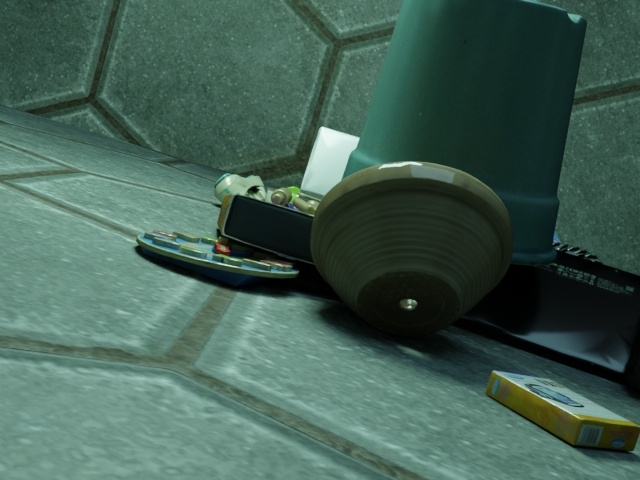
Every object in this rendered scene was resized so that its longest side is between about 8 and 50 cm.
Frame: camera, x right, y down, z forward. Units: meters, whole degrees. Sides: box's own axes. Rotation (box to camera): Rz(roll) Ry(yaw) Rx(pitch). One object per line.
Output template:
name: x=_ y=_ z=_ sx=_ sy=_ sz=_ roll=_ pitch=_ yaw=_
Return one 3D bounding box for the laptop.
laptop: x=0.369 y=0.145 z=1.374 sx=0.382 sy=0.236 sz=0.408 roll=18 pitch=34 yaw=16

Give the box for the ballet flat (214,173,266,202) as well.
ballet flat: x=-0.166 y=-0.098 z=1.931 sx=0.086 sy=0.086 sz=0.248 roll=18 pitch=7 yaw=13

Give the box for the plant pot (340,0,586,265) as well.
plant pot: x=0.209 y=-0.174 z=1.235 sx=0.341 sy=0.334 sz=0.341 roll=11 pitch=12 yaw=-3

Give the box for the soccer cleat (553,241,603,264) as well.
soccer cleat: x=0.509 y=0.109 z=1.567 sx=0.318 sy=0.108 sz=0.116 roll=25 pitch=-31 yaw=7

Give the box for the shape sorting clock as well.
shape sorting clock: x=-0.126 y=0.016 z=1.086 sx=0.206 sy=0.040 sz=0.206 roll=17 pitch=6 yaw=-2

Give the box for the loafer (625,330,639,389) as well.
loafer: x=0.514 y=0.091 z=1.170 sx=0.130 sy=0.134 sz=0.366 roll=24 pitch=46 yaw=17

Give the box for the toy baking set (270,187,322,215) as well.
toy baking set: x=0.009 y=-0.045 z=1.494 sx=0.197 sy=0.030 sz=0.256 roll=22 pitch=6 yaw=-3

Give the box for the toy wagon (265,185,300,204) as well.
toy wagon: x=0.031 y=-0.062 z=2.121 sx=0.344 sy=0.068 sz=0.267 roll=17 pitch=6 yaw=-7

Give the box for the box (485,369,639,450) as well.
box: x=0.220 y=0.156 z=0.815 sx=0.081 sy=0.028 sz=0.136 roll=13 pitch=5 yaw=-31

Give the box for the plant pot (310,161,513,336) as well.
plant pot: x=0.103 y=0.032 z=0.993 sx=0.237 sy=0.237 sz=0.110 roll=16 pitch=46 yaw=-11

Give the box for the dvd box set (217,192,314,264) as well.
dvd box set: x=0.000 y=0.000 z=1.299 sx=0.307 sy=0.062 sz=0.420 roll=17 pitch=1 yaw=-9

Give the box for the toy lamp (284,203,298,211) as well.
toy lamp: x=0.056 y=-0.005 z=1.620 sx=0.274 sy=0.080 sz=0.080 roll=12 pitch=7 yaw=-20

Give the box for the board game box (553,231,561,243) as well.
board game box: x=0.434 y=0.046 z=1.691 sx=0.160 sy=0.047 sz=0.210 roll=20 pitch=39 yaw=-38

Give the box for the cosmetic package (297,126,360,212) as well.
cosmetic package: x=0.148 y=-0.069 z=1.743 sx=0.385 sy=0.156 sz=0.217 roll=15 pitch=-23 yaw=1
